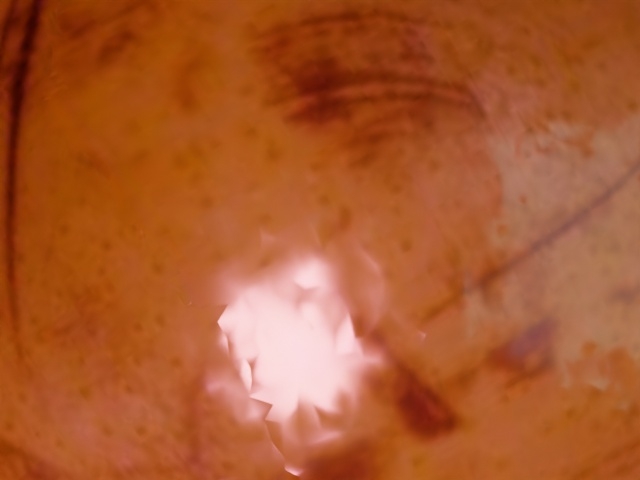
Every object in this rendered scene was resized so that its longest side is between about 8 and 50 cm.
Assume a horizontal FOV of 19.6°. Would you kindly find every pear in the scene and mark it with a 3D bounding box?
[{"bbox_3d":[0.000,0.000,0.468,0.283,0.284,0.283,-2,93,-51],"label":"pear"}]
